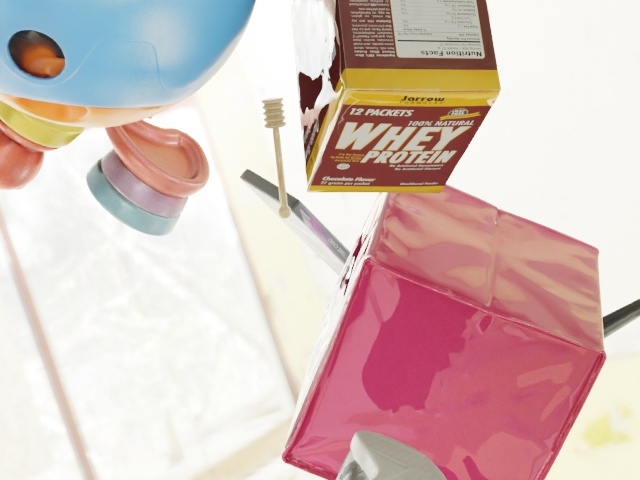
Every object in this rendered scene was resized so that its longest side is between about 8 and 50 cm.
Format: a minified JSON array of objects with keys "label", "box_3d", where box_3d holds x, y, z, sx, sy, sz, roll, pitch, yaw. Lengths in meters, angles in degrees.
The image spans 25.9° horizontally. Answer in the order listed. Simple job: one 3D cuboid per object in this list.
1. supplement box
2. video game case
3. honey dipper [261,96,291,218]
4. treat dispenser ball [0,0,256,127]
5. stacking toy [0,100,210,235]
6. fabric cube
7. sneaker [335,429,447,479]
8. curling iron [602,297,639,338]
[{"label":"supplement box","box_3d":[0.058,-0.167,1.218,0.129,0.194,0.191,0,157,-12]},{"label":"video game case","box_3d":[0.000,0.000,2.239,0.026,0.274,0.196,-48,-148,-6]},{"label":"honey dipper","box_3d":[-0.055,-0.107,1.827,0.031,0.160,0.030,-5,-165,1]},{"label":"treat dispenser ball","box_3d":[-0.193,-0.240,1.172,0.288,0.288,0.288,-18,-177,1]},{"label":"stacking toy","box_3d":[-0.309,-0.132,1.770,0.130,0.309,0.279,-52,-147,22]},{"label":"fabric cube","box_3d":[0.132,0.115,1.462,0.259,0.254,0.258,22,-154,0]},{"label":"sneaker","box_3d":[0.053,0.267,1.139,0.105,0.146,0.296,20,-174,-8]},{"label":"curling iron","box_3d":[0.277,0.126,1.681,0.274,0.068,0.035,-24,-179,21]}]
